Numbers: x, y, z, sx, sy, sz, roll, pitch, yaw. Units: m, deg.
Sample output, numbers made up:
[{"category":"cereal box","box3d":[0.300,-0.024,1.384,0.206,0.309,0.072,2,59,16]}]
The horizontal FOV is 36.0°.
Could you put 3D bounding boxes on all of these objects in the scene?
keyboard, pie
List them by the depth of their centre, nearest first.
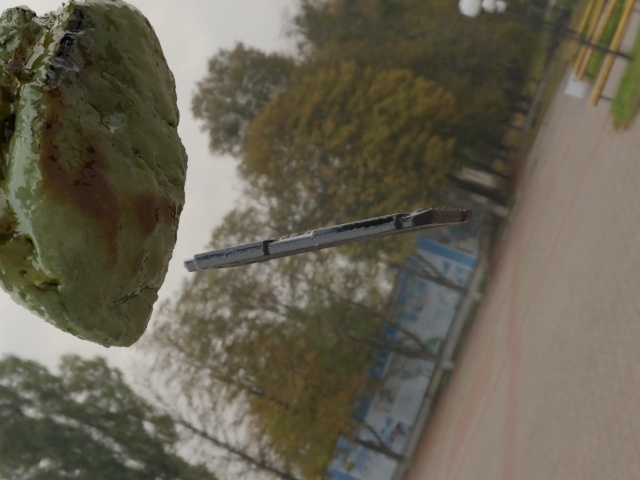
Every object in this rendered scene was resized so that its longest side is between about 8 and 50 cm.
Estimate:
[{"category":"pie","box3d":[-0.149,-0.055,0.645,0.201,0.090,0.248,47,-142,-50]},{"category":"keyboard","box3d":[0.000,-0.001,0.869,0.106,0.262,0.016,-6,-95,-56]}]
